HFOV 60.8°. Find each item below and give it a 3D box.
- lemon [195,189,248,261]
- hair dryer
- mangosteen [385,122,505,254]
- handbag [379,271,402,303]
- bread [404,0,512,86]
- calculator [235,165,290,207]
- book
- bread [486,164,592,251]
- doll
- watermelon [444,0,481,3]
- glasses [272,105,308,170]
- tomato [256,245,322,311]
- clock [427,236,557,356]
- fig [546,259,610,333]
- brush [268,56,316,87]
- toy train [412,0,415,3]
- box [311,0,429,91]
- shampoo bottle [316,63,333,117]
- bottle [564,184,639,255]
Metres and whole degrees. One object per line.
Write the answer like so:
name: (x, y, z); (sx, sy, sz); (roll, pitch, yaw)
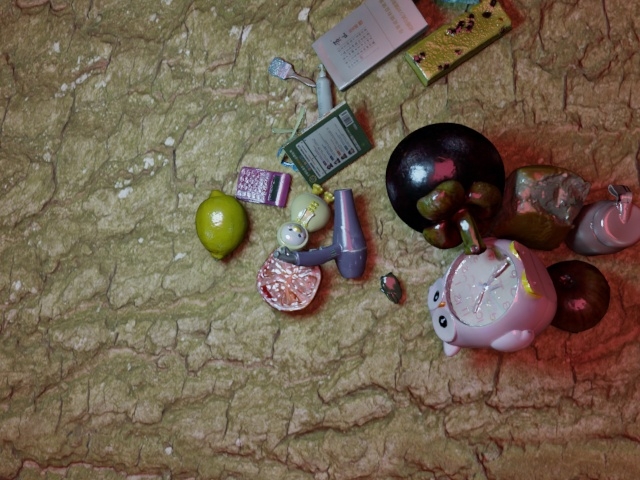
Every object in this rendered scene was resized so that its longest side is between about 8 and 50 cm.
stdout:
lemon: (-0.340, -0.052, 1.885); (0.184, 0.184, 0.248); (0, 98, 6)
hair dryer: (0.000, 0.000, 1.775); (0.361, 0.121, 0.301); (-15, 102, -38)
mangosteen: (0.385, -0.150, 1.689); (0.382, 0.382, 0.435); (3, 51, 6)
handbag: (0.244, 0.167, 1.871); (0.072, 0.047, 0.111); (-24, 84, -1)
bread: (0.478, -0.691, 1.882); (0.361, 0.077, 0.138); (-34, 84, 3)
calculator: (-0.206, -0.192, 1.952); (0.190, 0.034, 0.127); (11, 89, 12)
book: (0.026, -0.323, 1.876); (0.264, 0.027, 0.202); (-35, 125, 3)
bread: (0.692, -0.110, 1.727); (0.250, 0.279, 0.225); (14, 72, -2)
doll: (-0.054, -0.066, 1.840); (0.141, 0.117, 0.296); (35, 52, -5)
watermelon: (0.441, -0.892, 1.866); (0.146, 0.128, 0.231); (-28, 58, 11)
glasses: (-0.069, -0.378, 1.895); (0.239, 0.207, 0.102); (-31, 43, 2)
tomato: (-0.102, 0.128, 1.890); (0.236, 0.095, 0.237); (0, 89, 9)
clock: (0.529, 0.187, 1.711); (0.376, 0.250, 0.368); (-36, 48, 36)
fig: (0.796, 0.178, 1.742); (0.235, 0.214, 0.235); (-7, 76, 31)
brush: (-0.094, -0.596, 1.971); (0.196, 0.021, 0.070); (28, 89, 5)
toy train: (0.292, -0.920, 1.913); (0.136, 0.091, 0.228); (-8, 86, 16)
box: (0.167, -0.706, 1.891); (0.365, 0.051, 0.205); (-33, 84, 17)
shampoo bottle: (0.013, -0.532, 1.936); (0.056, 0.056, 0.195); (-6, 87, 6)
bottle: (0.878, -0.057, 1.690); (0.173, 0.297, 0.206); (4, 87, 8)
